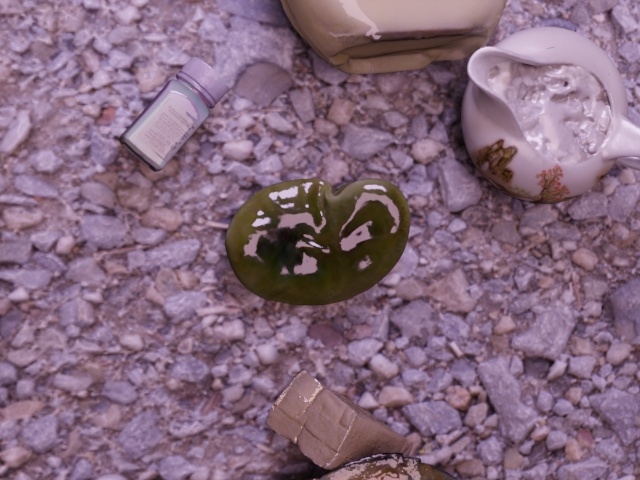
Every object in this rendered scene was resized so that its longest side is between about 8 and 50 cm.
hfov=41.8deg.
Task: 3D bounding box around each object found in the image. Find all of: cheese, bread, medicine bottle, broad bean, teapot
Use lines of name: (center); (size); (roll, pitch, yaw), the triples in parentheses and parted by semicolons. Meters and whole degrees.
cheese: (0.079, -0.305, 0.908); (0.266, 0.127, 0.233); (-11, 95, -18)
bread: (0.026, 0.228, 0.987); (0.077, 0.105, 0.152); (-56, 138, -6)
medicine bottle: (-0.153, -0.132, 0.877); (0.055, 0.074, 0.118); (41, 81, -15)
broad bean: (0.000, 0.000, 0.945); (0.206, 0.072, 0.153); (-18, 97, -3)
teapot: (0.276, -0.142, 0.973); (0.298, 0.139, 0.204); (16, 87, -17)

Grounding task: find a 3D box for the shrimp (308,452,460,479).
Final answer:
shrimp: (0.123, 0.385, 0.981); (0.445, 0.085, 0.272); (21, 101, -18)
